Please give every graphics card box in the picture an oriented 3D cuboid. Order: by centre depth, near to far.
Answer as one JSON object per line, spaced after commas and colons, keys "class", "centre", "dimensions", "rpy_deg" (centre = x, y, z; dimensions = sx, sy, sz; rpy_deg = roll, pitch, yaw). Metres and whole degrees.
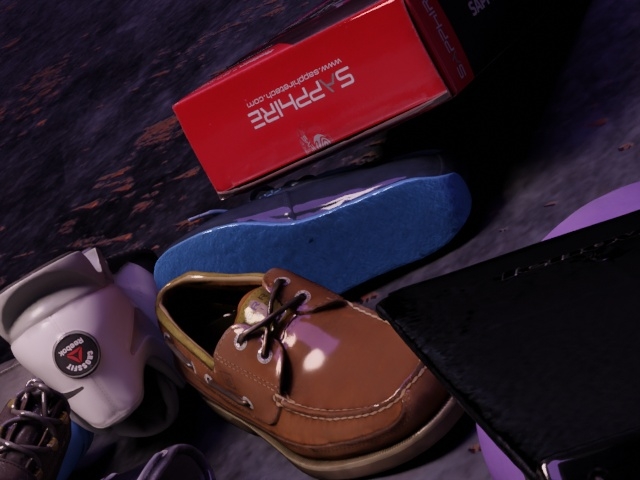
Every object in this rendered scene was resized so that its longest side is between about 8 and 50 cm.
{"class": "graphics card box", "centre": [0.069, -0.175, 1.315], "dimensions": [0.232, 0.094, 0.371], "rpy_deg": [-23, 11, 36]}

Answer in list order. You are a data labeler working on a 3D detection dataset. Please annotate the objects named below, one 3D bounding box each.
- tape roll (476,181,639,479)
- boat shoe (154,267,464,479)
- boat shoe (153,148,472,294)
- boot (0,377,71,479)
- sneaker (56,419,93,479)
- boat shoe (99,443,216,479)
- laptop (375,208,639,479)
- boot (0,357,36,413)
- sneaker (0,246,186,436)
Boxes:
{"class": "tape roll", "centre": [0.169, 0.070, 0.705], "dimensions": [0.189, 0.189, 0.080], "rpy_deg": [-41, 24, -4]}
{"class": "boat shoe", "centre": [-0.024, 0.080, 1.085], "dimensions": [0.111, 0.104, 0.307], "rpy_deg": [-50, 25, -23]}
{"class": "boat shoe", "centre": [0.000, 0.000, 1.234], "dimensions": [0.258, 0.109, 0.089], "rpy_deg": [-12, 25, 19]}
{"class": "boot", "centre": [-0.206, 0.173, 0.956], "dimensions": [0.263, 0.091, 0.229], "rpy_deg": [118, 174, -48]}
{"class": "sneaker", "centre": [-0.260, 0.201, 1.297], "dimensions": [0.209, 0.069, 0.082], "rpy_deg": [-35, -11, 33]}
{"class": "boat shoe", "centre": [-0.102, 0.219, 0.965], "dimensions": [0.102, 0.108, 0.301], "rpy_deg": [-36, 16, 12]}
{"class": "laptop", "centre": [0.254, 0.089, 0.465], "dimensions": [0.382, 0.236, 0.408], "rpy_deg": [-18, 65, -4]}
{"class": "boot", "centre": [-0.297, 0.130, 1.448], "dimensions": [0.208, 0.076, 0.190], "rpy_deg": [-35, 37, 29]}
{"class": "sneaker", "centre": [-0.167, 0.091, 1.282], "dimensions": [0.122, 0.146, 0.330], "rpy_deg": [-33, -2, 5]}
